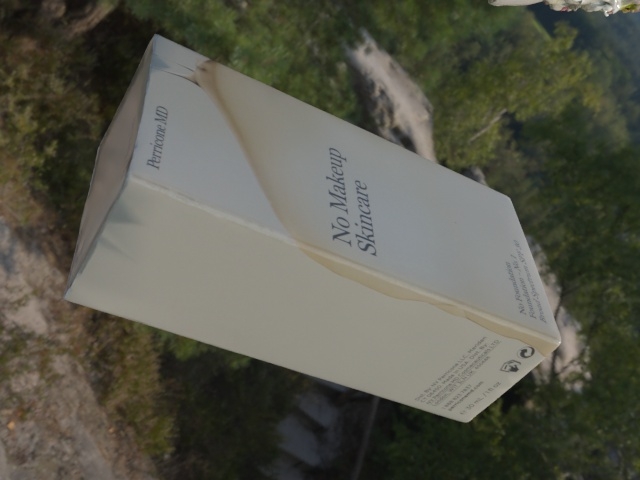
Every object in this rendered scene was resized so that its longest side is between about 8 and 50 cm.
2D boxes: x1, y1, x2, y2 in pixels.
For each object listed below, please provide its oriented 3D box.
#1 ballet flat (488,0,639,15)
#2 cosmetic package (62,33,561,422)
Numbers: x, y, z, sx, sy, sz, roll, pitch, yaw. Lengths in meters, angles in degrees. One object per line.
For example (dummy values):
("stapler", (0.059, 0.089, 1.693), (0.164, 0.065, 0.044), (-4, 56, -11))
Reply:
("ballet flat", (0.035, -0.132, 0.265), (0.241, 0.077, 0.091), (23, 34, -36))
("cosmetic package", (0.000, 0.000, 0.543), (0.309, 0.113, 0.160), (21, 38, -24))
